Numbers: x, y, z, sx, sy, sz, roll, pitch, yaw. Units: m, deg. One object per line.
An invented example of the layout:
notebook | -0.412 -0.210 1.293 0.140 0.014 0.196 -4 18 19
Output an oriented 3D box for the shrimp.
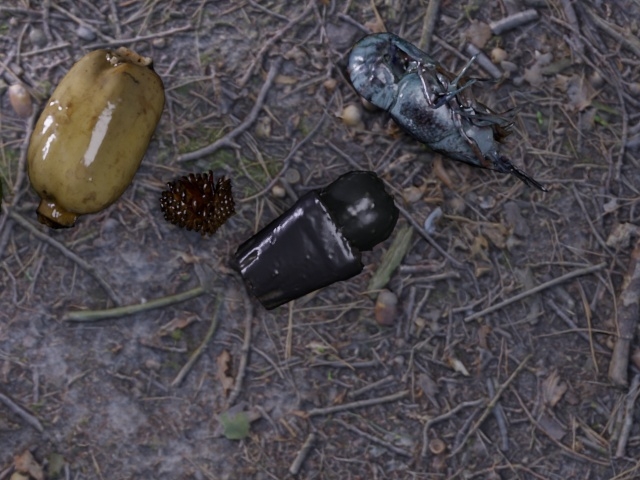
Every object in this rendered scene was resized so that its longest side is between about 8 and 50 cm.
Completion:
shrimp | 0.210 -0.203 1.813 0.372 0.172 0.137 26 76 -3

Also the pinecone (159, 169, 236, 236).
pinecone | -0.181 -0.052 1.750 0.109 0.102 0.102 -12 89 5

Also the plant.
plant | 0.000 0.000 1.759 0.256 0.164 0.142 -34 91 2

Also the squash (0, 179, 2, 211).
squash | -0.534 -0.075 1.662 0.170 0.123 0.170 2 80 -12

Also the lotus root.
lotus root | -0.327 -0.147 1.696 0.146 0.160 0.284 30 83 -49
